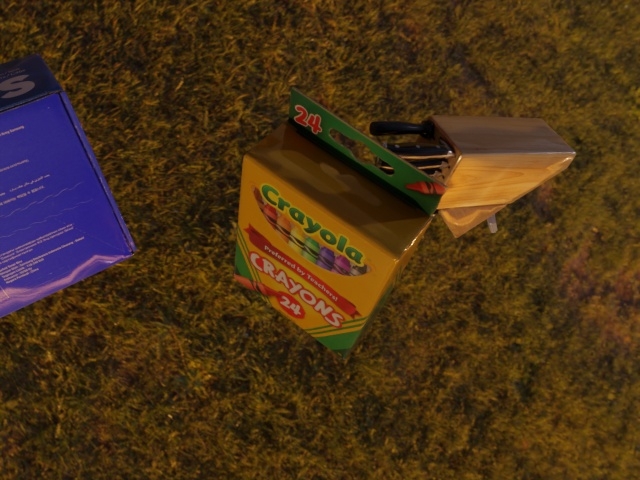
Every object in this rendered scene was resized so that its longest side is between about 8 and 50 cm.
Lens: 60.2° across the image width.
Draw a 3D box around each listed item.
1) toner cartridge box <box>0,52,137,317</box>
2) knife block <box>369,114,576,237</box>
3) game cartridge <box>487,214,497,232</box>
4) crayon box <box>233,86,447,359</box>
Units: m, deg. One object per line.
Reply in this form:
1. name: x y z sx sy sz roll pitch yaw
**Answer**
1. toner cartridge box: -0.327 0.010 0.385 0.347 0.075 0.165 -27 138 -20
2. knife block: 0.187 -0.118 0.738 0.275 0.088 0.242 -33 144 9
3. game cartridge: 0.290 -0.060 0.952 0.056 0.017 0.083 47 36 -64
4. crayon box: 0.000 0.000 0.664 0.081 0.202 0.318 -47 164 -33
